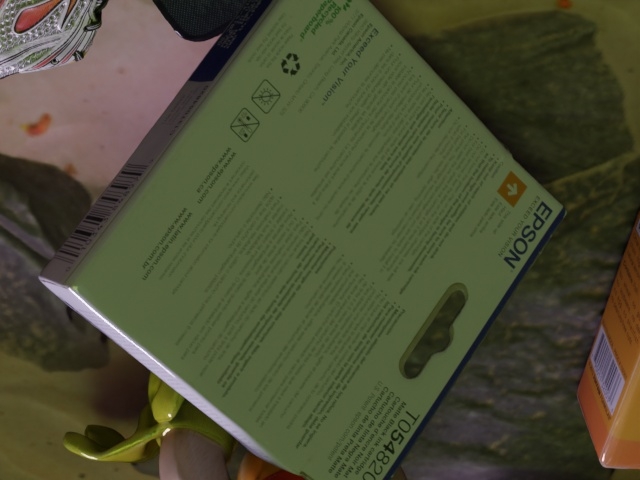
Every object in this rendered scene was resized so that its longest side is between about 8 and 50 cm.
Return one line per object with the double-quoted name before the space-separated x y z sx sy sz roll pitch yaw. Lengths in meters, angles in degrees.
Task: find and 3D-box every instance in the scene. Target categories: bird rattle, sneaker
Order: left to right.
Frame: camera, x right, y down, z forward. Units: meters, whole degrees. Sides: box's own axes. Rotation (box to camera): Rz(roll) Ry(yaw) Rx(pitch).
"sneaker" -0.135 -0.144 0.780 0.225 0.088 0.092 -32 131 28
"bird rattle" -0.029 0.146 0.893 0.206 0.253 0.143 3 127 -35

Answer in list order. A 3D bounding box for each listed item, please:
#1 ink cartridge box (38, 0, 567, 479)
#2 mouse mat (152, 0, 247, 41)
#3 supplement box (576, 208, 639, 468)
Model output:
"ink cartridge box" 0.000 0.000 0.832 0.224 0.045 0.223 43 74 -27
"mouse mat" -0.054 -0.203 0.788 0.152 0.007 0.190 -28 120 14
"supplement box" 0.224 0.028 0.923 0.078 0.080 0.233 7 124 -10
